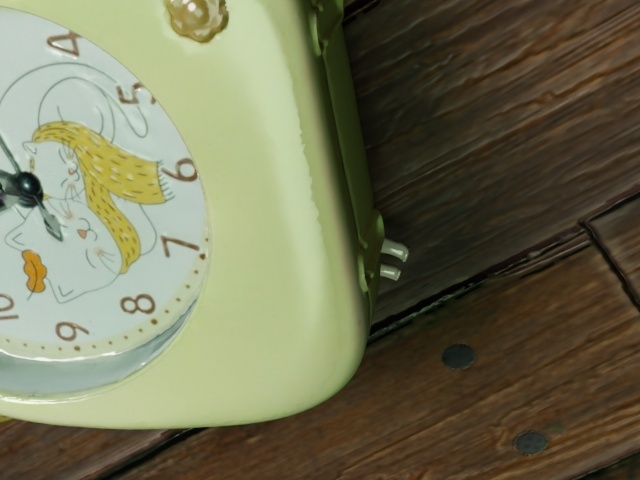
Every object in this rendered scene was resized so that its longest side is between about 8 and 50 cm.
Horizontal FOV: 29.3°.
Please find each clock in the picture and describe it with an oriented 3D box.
[{"bbox_3d":[-0.151,-0.038,0.673,0.349,0.117,0.286,-5,115,14],"label":"clock"}]

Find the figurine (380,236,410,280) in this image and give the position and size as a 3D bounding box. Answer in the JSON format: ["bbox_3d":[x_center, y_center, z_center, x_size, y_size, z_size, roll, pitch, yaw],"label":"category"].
[{"bbox_3d":[0.000,0.000,0.762,0.109,0.047,0.064,15,121,-11],"label":"figurine"}]
